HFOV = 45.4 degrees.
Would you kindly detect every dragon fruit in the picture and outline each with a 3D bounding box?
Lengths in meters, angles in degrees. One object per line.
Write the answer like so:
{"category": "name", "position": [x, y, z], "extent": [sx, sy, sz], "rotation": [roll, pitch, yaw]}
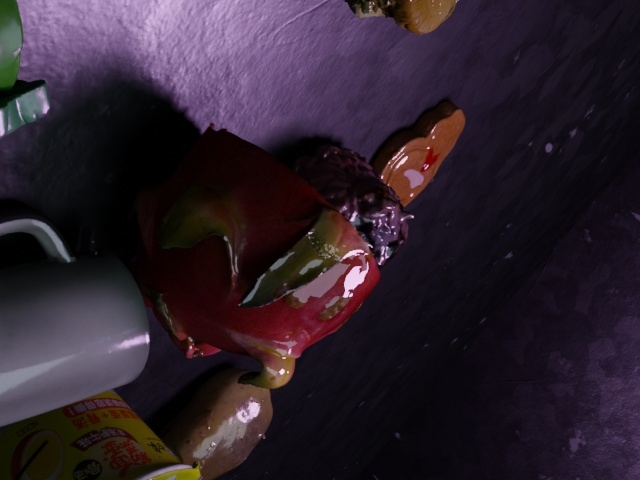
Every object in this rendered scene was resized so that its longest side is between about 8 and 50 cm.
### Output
{"category": "dragon fruit", "position": [-0.100, 0.038, 0.911], "extent": [0.226, 0.305, 0.305], "rotation": [-46, 156, -12]}

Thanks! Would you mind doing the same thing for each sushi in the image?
{"category": "sushi", "position": [0.000, 0.000, 1.164], "extent": [0.270, 0.171, 0.236], "rotation": [-53, 156, 24]}

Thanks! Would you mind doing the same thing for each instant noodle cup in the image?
{"category": "instant noodle cup", "position": [-0.342, 0.321, 1.023], "extent": [0.311, 0.221, 0.311], "rotation": [-34, 156, -18]}

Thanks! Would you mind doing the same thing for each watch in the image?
{"category": "watch", "position": [-0.288, -0.148, 0.548], "extent": [0.131, 0.165, 0.152], "rotation": [-24, 123, -37]}

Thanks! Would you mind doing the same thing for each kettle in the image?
{"category": "kettle", "position": [-0.333, 0.083, 0.802], "extent": [0.255, 0.165, 0.241], "rotation": [-13, 110, -44]}

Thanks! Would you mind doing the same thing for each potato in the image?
{"category": "potato", "position": [-0.209, 0.365, 1.420], "extent": [0.296, 0.141, 0.192], "rotation": [-38, 152, -12]}

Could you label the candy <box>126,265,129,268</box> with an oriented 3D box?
{"category": "candy", "position": [-0.286, 0.107, 1.024], "extent": [0.062, 0.058, 0.194], "rotation": [23, 121, -35]}

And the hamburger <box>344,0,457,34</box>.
{"category": "hamburger", "position": [0.115, -0.350, 0.880], "extent": [0.189, 0.122, 0.215], "rotation": [-23, 143, -53]}

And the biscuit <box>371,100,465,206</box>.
{"category": "biscuit", "position": [0.139, -0.108, 1.372], "extent": [0.334, 0.047, 0.202], "rotation": [-48, 155, 1]}
